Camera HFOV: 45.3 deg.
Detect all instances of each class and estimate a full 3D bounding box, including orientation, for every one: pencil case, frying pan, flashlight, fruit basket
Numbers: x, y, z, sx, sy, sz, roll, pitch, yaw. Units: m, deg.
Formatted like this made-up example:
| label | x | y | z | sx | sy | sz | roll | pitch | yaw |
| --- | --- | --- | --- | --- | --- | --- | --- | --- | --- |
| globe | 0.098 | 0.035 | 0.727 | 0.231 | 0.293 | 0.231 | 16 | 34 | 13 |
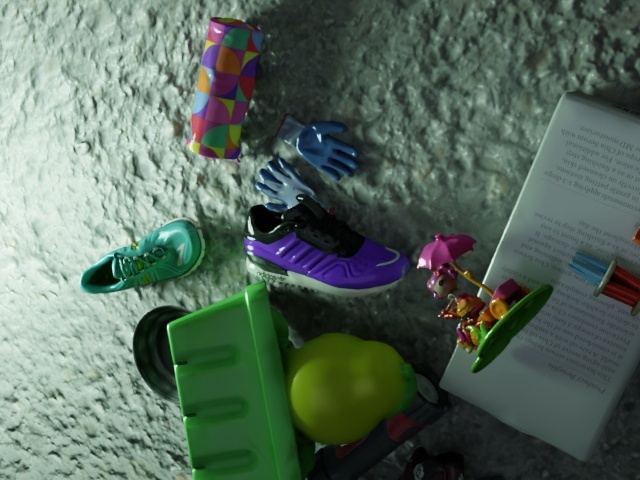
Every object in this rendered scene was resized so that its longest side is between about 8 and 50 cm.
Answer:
| label | x | y | z | sx | sy | sz | roll | pitch | yaw |
| --- | --- | --- | --- | --- | --- | --- | --- | --- | --- |
| pencil case | -0.159 | -0.250 | 1.280 | 0.104 | 0.104 | 0.237 | 22 | 111 | 19 |
| frying pan | -0.210 | 0.233 | 1.431 | 0.326 | 0.053 | 0.197 | 18 | 108 | 18 |
| flashlight | 0.085 | 0.326 | 1.299 | 0.103 | 0.103 | 0.304 | 46 | 120 | 4 |
| fruit basket | -0.038 | 0.240 | 1.231 | 0.391 | 0.283 | 0.393 | 0 | 85 | -4 |

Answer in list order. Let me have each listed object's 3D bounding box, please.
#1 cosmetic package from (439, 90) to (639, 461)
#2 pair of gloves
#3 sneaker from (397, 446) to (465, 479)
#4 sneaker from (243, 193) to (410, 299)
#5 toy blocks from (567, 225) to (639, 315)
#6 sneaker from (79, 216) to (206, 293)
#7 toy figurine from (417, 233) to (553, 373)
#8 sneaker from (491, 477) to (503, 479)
| label | x | y | z | sx | sy | sz | roll | pitch | yaw |
| --- | --- | --- | --- | --- | --- | --- | --- | --- | --- |
| cosmetic package | 0.364 | 0.044 | 1.069 | 0.230 | 0.161 | 0.454 | 26 | 110 | 18 |
| pair of gloves | -0.022 | -0.119 | 1.286 | 0.159 | 0.023 | 0.198 | 32 | 113 | 13 |
| sneaker | 0.209 | 0.434 | 1.197 | 0.281 | 0.106 | 0.163 | 41 | 120 | 47 |
| sneaker | -0.001 | 0.000 | 1.238 | 0.293 | 0.102 | 0.146 | 7 | 121 | 22 |
| toy blocks | 0.391 | 0.030 | 0.933 | 0.148 | 0.054 | 0.123 | 29 | 113 | 15 |
| sneaker | -0.327 | 0.042 | 1.410 | 0.275 | 0.110 | 0.107 | -24 | 91 | 26 |
| toy figurine | 0.195 | 0.067 | 1.020 | 0.159 | 0.130 | 0.173 | 47 | 141 | 24 |
| sneaker | 0.320 | 0.499 | 1.234 | 0.090 | 0.081 | 0.232 | -46 | 70 | 30 |
